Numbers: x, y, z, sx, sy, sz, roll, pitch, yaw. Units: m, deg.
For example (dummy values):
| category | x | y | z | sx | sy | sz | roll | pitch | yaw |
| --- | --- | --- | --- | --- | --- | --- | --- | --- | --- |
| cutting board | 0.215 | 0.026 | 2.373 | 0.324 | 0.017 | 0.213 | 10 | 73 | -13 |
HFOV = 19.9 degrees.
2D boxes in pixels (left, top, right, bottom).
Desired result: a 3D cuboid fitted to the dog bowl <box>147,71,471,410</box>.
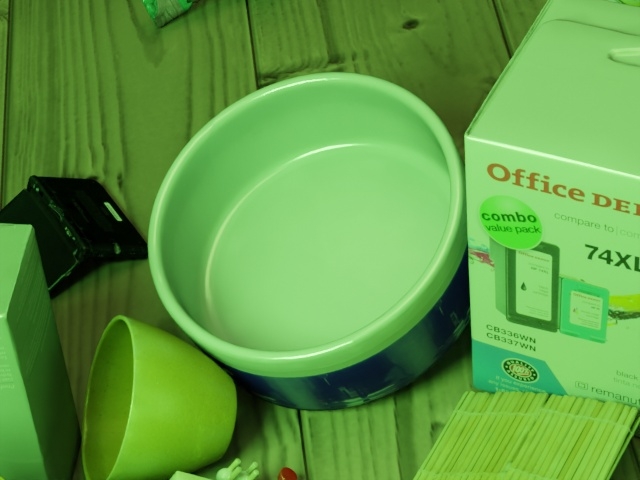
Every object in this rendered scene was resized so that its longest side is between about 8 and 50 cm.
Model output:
| category | x | y | z | sx | sy | sz | roll | pitch | yaw |
| --- | --- | --- | --- | --- | --- | --- | --- | --- | --- |
| dog bowl | 0.000 | 0.000 | 1.481 | 0.264 | 0.104 | 0.265 | -9 | 59 | 15 |

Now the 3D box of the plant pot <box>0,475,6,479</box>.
| category | x | y | z | sx | sy | sz | roll | pitch | yaw |
| --- | --- | --- | --- | --- | --- | --- | --- | --- | --- |
| plant pot | -0.251 | 0.260 | 1.228 | 0.212 | 0.187 | 0.212 | 30 | 54 | 33 |

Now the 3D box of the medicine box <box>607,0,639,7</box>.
| category | x | y | z | sx | sy | sz | roll | pitch | yaw |
| --- | --- | --- | --- | --- | --- | --- | --- | --- | --- |
| medicine box | 0.360 | -0.182 | 1.560 | 0.149 | 0.289 | 0.263 | -26 | 45 | -23 |

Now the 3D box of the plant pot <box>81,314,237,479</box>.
| category | x | y | z | sx | sy | sz | roll | pitch | yaw |
| --- | --- | --- | --- | --- | --- | --- | --- | --- | --- |
| plant pot | -0.121 | 0.131 | 1.414 | 0.095 | 0.134 | 0.134 | 10 | 37 | -22 |

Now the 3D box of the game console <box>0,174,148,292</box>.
| category | x | y | z | sx | sy | sz | roll | pitch | yaw |
| --- | --- | --- | --- | --- | --- | --- | --- | --- | --- |
| game console | -0.230 | 0.002 | 1.639 | 0.107 | 0.071 | 0.122 | 2 | 33 | -38 |

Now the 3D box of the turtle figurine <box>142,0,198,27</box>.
| category | x | y | z | sx | sy | sz | roll | pitch | yaw |
| --- | --- | --- | --- | --- | --- | --- | --- | --- | --- |
| turtle figurine | -0.079 | -0.307 | 1.883 | 0.234 | 0.118 | 0.175 | -24 | 28 | 3 |

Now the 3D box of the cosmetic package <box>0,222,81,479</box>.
| category | x | y | z | sx | sy | sz | roll | pitch | yaw |
| --- | --- | --- | --- | --- | --- | --- | --- | --- | --- |
| cosmetic package | -0.262 | 0.104 | 1.366 | 0.127 | 0.238 | 0.107 | 2 | 45 | 5 |

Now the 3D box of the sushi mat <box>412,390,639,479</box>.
| category | x | y | z | sx | sy | sz | roll | pitch | yaw |
| --- | --- | --- | --- | --- | --- | --- | --- | --- | --- |
| sushi mat | 0.110 | 0.222 | 1.325 | 0.151 | 0.019 | 0.316 | 2 | 40 | 35 |

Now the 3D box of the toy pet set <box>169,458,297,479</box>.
| category | x | y | z | sx | sy | sz | roll | pitch | yaw |
| --- | --- | --- | --- | --- | --- | --- | --- | --- | --- |
| toy pet set | -0.074 | 0.224 | 1.359 | 0.114 | 0.065 | 0.122 | 19 | 39 | -25 |

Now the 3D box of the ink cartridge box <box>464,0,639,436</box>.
| category | x | y | z | sx | sy | sz | roll | pitch | yaw |
| --- | --- | --- | --- | --- | --- | --- | --- | --- | --- |
| ink cartridge box | 0.238 | -0.016 | 1.408 | 0.198 | 0.270 | 0.197 | 15 | 46 | 23 |
